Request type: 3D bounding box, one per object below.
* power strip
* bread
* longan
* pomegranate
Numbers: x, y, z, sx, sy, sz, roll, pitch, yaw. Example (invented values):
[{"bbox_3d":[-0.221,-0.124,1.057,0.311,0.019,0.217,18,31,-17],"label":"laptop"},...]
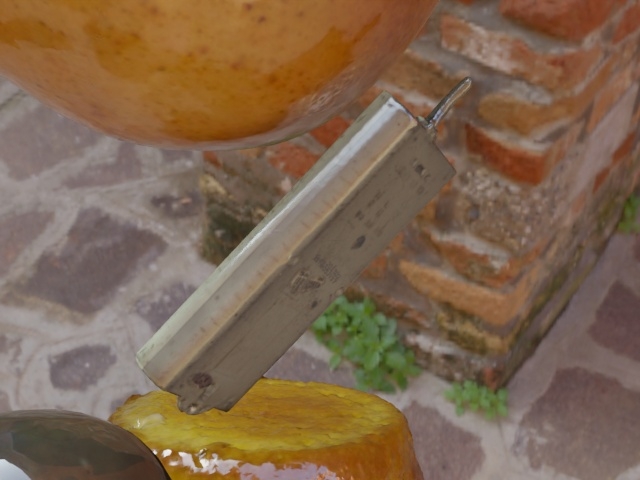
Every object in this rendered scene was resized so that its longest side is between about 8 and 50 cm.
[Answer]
[{"bbox_3d":[0.000,0.000,0.598,0.268,0.092,0.034,-47,58,4],"label":"power strip"},{"bbox_3d":[-0.052,0.219,0.830,0.312,0.172,0.312,-1,6,0],"label":"bread"},{"bbox_3d":[-0.178,0.187,0.599,0.189,0.189,0.189,-1,46,1],"label":"longan"},{"bbox_3d":[-0.104,-0.251,0.674,0.417,0.416,0.416,-1,46,1],"label":"pomegranate"}]
